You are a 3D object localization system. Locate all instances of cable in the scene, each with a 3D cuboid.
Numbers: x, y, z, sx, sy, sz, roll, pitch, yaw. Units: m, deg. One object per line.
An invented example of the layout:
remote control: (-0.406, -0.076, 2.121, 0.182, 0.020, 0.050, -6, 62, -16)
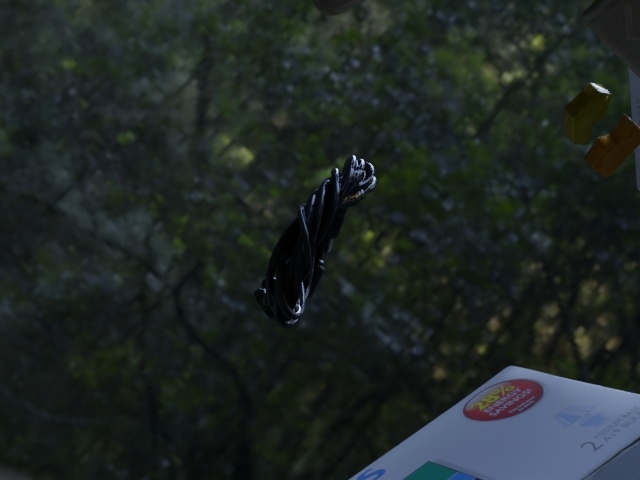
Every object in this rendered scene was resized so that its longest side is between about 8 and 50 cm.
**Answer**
cable: (0.000, 0.000, 1.255, 0.047, 0.151, 0.184, 34, -5, 5)

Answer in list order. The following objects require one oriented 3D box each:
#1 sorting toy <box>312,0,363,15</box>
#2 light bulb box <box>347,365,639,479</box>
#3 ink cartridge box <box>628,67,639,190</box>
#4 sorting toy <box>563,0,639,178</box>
sorting toy: (0.050, -0.337, 1.518, 0.047, 0.347, 0.196, 19, -47, 52)
light bulb box: (0.164, 0.356, 1.323, 0.225, 0.358, 0.361, 7, -57, 56)
ink cartridge box: (0.490, -0.218, 1.972, 0.066, 0.261, 0.296, -2, -86, 51)
sorting toy: (0.340, -0.211, 1.528, 0.229, 0.307, 0.041, 32, 15, -46)
